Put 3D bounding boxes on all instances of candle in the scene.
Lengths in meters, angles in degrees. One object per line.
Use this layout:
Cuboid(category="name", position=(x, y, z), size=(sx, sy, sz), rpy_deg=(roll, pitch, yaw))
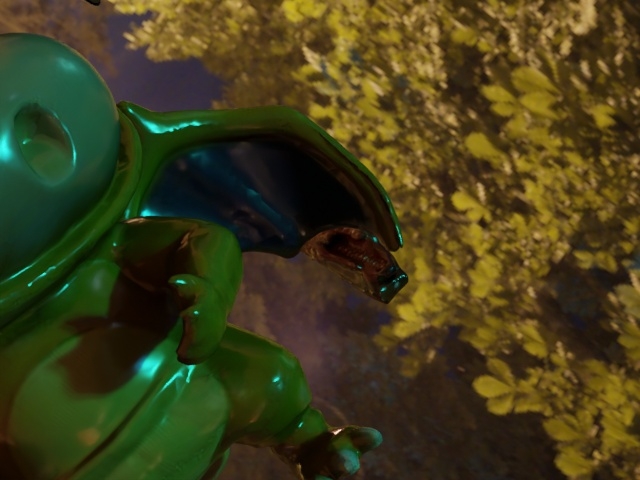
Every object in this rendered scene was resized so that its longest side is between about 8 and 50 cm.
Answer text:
Cuboid(category="candle", position=(0.000, 0.000, 1.282), size=(0.301, 0.059, 0.084), rpy_deg=(24, -51, 56))

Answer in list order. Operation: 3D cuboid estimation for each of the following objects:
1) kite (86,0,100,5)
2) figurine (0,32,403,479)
Cuboid(category="kite", position=(-0.378, -0.373, 1.329), size=(0.152, 0.285, 0.015), rpy_deg=(-64, -178, -41))
Cuboid(category="figurine", position=(-0.189, 0.051, 0.594), size=(0.401, 0.387, 0.268), rpy_deg=(-43, -171, 14))
